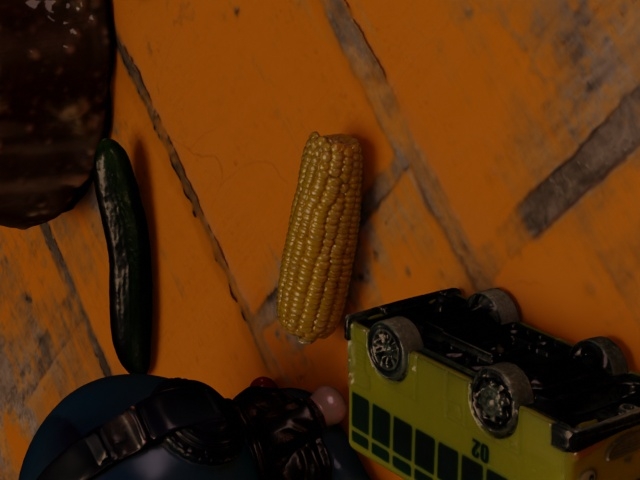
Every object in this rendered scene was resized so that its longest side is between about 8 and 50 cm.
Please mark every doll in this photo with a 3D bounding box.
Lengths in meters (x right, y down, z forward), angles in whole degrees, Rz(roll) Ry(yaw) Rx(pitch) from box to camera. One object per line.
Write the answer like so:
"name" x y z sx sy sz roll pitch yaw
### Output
"doll" -0.131 0.234 1.425 0.240 0.310 0.284 57 140 29

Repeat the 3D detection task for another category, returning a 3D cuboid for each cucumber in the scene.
"cucumber" -0.213 0.025 1.696 0.056 0.056 0.284 19 120 50

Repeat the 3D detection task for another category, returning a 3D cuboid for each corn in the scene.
"corn" 0.000 0.000 1.380 0.067 0.067 0.206 33 123 45

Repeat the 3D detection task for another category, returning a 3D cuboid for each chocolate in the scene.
"chocolate" -0.374 -0.166 1.727 0.225 0.210 0.340 43 133 36

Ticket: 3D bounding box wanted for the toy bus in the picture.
"toy bus" 0.141 0.138 1.176 0.262 0.128 0.150 25 120 50
